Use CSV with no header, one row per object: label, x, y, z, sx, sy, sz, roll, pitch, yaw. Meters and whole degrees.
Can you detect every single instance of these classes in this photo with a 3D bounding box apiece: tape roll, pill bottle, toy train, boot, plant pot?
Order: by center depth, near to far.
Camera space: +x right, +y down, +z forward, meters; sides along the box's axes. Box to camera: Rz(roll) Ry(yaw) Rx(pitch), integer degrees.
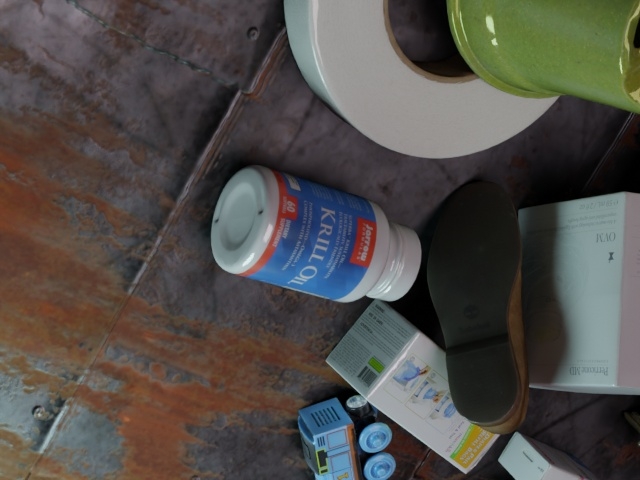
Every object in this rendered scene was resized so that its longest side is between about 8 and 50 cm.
plant pot,0.315,-0.245,1.604,0.276,0.254,0.276,-12,117,-24
tape roll,0.145,-0.284,1.693,0.392,0.072,0.392,-11,116,-23
pill bottle,0.000,0.000,1.711,0.222,0.124,0.124,15,104,-32
boot,0.197,0.082,1.813,0.115,0.112,0.305,41,44,-60
toy train,0.035,0.275,1.884,0.105,0.080,0.184,-16,121,-11

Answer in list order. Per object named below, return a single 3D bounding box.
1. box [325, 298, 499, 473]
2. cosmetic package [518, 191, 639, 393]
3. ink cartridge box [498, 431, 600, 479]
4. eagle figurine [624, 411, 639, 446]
box,0.124,0.177,1.861,0.203,0.114,0.103,39,90,-33
cosmetic package,0.341,0.069,1.813,0.138,0.224,0.224,6,83,-25
ink cartridge box,0.309,0.312,2.035,0.122,0.088,0.052,27,100,-34
eagle figurine,0.570,0.217,2.063,0.298,0.225,0.226,-31,126,11
